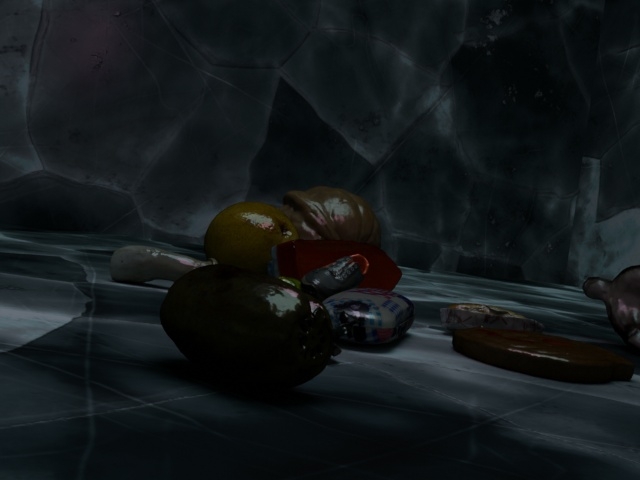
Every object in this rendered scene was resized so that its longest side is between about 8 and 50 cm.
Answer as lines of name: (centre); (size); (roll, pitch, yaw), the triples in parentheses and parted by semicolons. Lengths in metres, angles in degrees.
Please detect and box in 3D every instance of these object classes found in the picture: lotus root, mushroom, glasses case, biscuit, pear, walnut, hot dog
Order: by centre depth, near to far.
lotus root: (-0.086, 0.095, 0.912); (0.241, 0.123, 0.124); (6, -29, 46)
biscuit: (0.353, 0.177, 1.337); (0.257, 0.049, 0.273); (7, 4, -34)
glasses case: (0.082, 0.123, 1.377); (0.125, 0.076, 0.327); (10, 3, 14)
hot dog: (0.318, 0.152, 1.544); (0.192, 0.053, 0.099); (4, -19, 21)
mushroom: (-0.314, 0.057, 1.697); (0.223, 0.092, 0.081); (5, 45, 7)
pear: (-0.139, 0.015, 1.767); (0.208, 0.209, 0.209); (8, 2, 0)
walnut: (0.000, 0.000, 2.024); (0.296, 0.285, 0.285); (-31, 16, -18)

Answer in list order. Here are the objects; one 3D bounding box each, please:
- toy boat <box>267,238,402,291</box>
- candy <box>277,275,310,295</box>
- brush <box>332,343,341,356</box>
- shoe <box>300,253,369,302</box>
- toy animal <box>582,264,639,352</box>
toy boat: (0.028, 0.081, 1.710); (0.331, 0.145, 0.133); (7, -26, -42)
candy: (0.016, 0.124, 1.519); (0.262, 0.073, 0.077); (15, 15, -37)
brush: (-0.042, 0.126, 1.220); (0.072, 0.067, 0.313); (46, -6, -19)
shoe: (0.029, 0.062, 1.481); (0.074, 0.077, 0.194); (42, 17, 16)
toy animal: (0.753, 0.143, 1.762); (0.344, 0.194, 0.302); (13, 6, -20)
